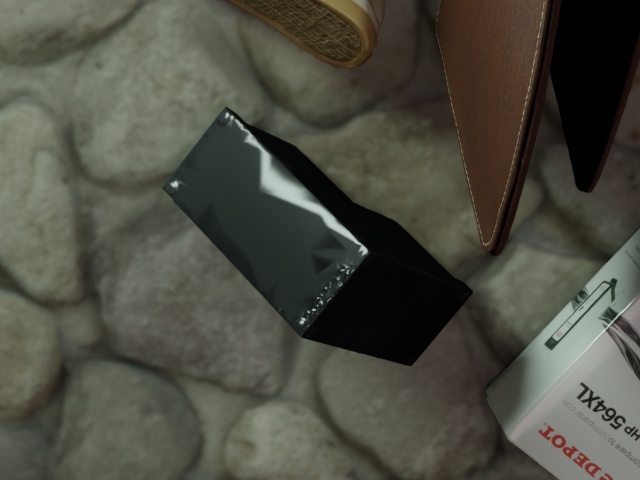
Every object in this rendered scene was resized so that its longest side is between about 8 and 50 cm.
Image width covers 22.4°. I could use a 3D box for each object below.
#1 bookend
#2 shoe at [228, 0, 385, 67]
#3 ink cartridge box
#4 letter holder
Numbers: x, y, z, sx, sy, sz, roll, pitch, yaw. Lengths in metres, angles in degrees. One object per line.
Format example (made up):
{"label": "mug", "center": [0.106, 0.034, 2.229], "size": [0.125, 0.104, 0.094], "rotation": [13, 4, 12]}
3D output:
{"label": "bookend", "center": [0.000, 0.000, 1.098], "size": [0.072, 0.156, 0.157], "rotation": [-51, 61, 11]}
{"label": "shoe", "center": [-0.050, -0.195, 1.054], "size": [0.219, 0.076, 0.058], "rotation": [35, 59, -12]}
{"label": "ink cartridge box", "center": [0.242, 0.095, 1.152], "size": [0.148, 0.086, 0.203], "rotation": [39, 100, -15]}
{"label": "letter holder", "center": [0.167, -0.151, 0.929], "size": [0.152, 0.214, 0.302], "rotation": [-3, 144, -4]}
